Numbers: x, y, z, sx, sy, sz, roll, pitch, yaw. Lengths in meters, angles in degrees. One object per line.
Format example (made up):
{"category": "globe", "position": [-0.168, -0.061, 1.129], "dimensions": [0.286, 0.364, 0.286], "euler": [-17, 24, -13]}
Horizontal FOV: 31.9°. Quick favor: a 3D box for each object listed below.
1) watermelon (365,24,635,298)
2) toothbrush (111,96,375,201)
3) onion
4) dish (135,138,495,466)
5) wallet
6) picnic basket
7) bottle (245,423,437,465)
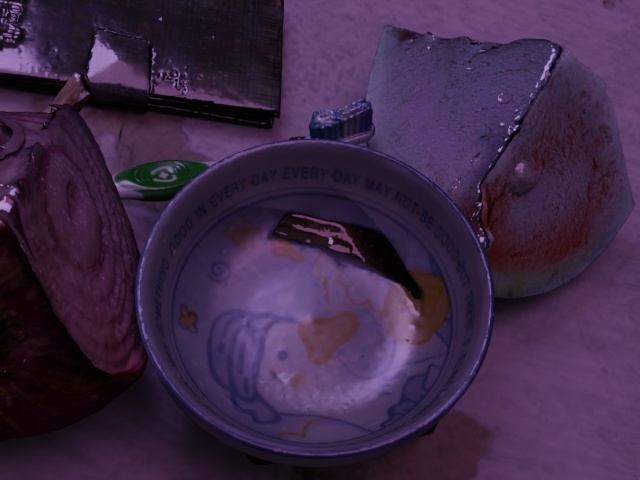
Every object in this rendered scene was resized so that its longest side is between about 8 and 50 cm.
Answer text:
{"category": "watermelon", "position": [0.196, -0.076, 1.034], "dimensions": [0.289, 0.214, 0.320], "euler": [19, 42, -20]}
{"category": "toothbrush", "position": [-0.146, -0.048, 0.975], "dimensions": [0.417, 0.040, 0.042], "euler": [-18, 51, -11]}
{"category": "onion", "position": [-0.266, 0.027, 0.818], "dimensions": [0.230, 0.272, 0.256], "euler": [-17, 97, 3]}
{"category": "dish", "position": [-0.007, 0.064, 0.899], "dimensions": [0.273, 0.134, 0.273], "euler": [2, 61, -4]}
{"category": "wallet", "position": [-0.191, -0.204, 1.079], "dimensions": [0.316, 0.044, 0.169], "euler": [7, 61, -13]}
{"category": "picnic basket", "position": [0.000, 0.000, 1.019], "dimensions": [0.110, 0.055, 0.193], "euler": [-28, 73, -21]}
{"category": "bottle", "position": [0.014, 0.151, 0.941], "dimensions": [0.164, 0.060, 0.060], "euler": [-8, 65, -21]}
